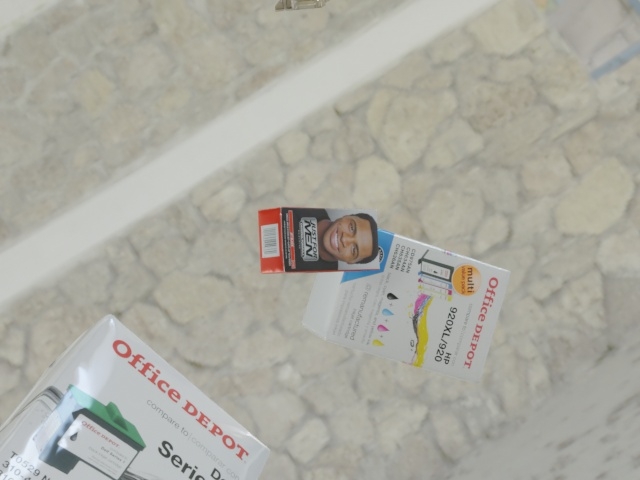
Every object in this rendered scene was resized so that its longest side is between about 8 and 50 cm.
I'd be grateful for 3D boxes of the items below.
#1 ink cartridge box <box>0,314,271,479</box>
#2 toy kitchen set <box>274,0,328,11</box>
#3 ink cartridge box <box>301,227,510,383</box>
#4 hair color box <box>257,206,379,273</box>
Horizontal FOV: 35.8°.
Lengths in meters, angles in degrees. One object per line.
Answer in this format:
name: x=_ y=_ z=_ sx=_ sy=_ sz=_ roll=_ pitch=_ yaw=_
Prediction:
ink cartridge box: x=-0.147 y=0.176 z=0.632 sx=0.093 sy=0.160 sz=0.219 roll=-40 pitch=13 yaw=36
toy kitchen set: x=-0.032 y=-0.363 z=1.389 sx=0.068 sy=0.075 sz=0.083 roll=-3 pitch=20 yaw=14
ink cartridge box: x=0.119 y=0.085 z=1.416 sx=0.168 sy=0.233 sz=0.171 roll=-170 pitch=98 yaw=-78
hair color box: x=0.000 y=0.000 z=1.085 sx=0.141 sy=0.071 sz=0.043 roll=-1 pitch=-3 yaw=-42
